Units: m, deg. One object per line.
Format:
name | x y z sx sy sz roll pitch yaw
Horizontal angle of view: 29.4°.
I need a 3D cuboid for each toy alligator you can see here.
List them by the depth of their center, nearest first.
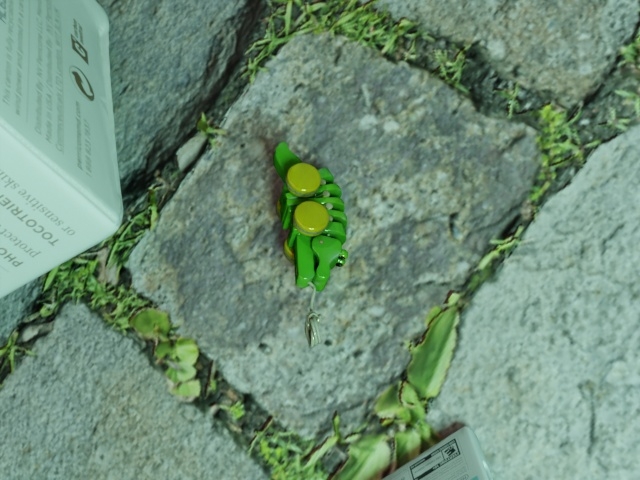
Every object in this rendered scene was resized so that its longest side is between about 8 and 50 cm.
toy alligator | 0.000 0.000 0.988 0.051 0.056 0.189 -3 59 -15

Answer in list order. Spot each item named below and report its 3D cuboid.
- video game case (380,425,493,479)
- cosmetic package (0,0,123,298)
video game case | 0.057 0.217 0.837 0.157 0.019 0.143 -35 29 12
cosmetic package | -0.436 -0.119 1.097 0.394 0.327 0.329 -28 45 17
